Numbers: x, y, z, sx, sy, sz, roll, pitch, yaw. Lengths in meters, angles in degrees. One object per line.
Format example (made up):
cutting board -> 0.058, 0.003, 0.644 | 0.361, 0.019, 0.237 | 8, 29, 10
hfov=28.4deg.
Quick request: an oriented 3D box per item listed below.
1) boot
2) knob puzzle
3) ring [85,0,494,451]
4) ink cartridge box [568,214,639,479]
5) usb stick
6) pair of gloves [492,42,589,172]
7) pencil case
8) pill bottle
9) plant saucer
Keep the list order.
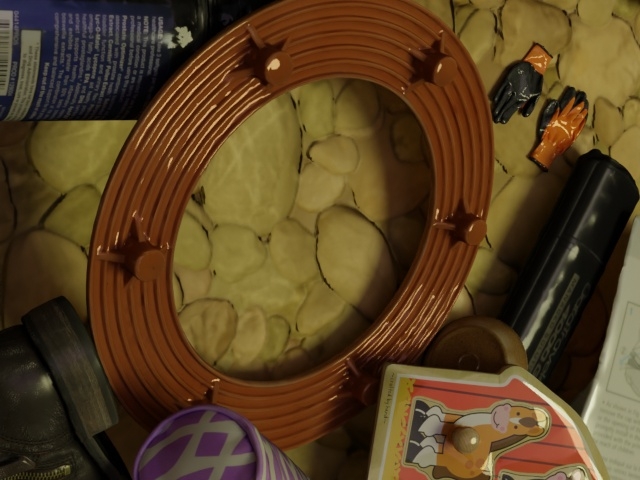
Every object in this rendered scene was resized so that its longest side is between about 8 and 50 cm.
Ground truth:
boot -> -0.227, 0.159, 0.746 | 0.229, 0.091, 0.263 | -24, 129, -19
knob puzzle -> 0.127, 0.185, 0.909 | 0.213, 0.030, 0.213 | -1, 94, -12
ring -> 0.000, 0.000, 0.836 | 0.336, 0.032, 0.337 | -19, 124, -32
ink cartridge box -> 0.296, 0.205, 1.051 | 0.308, 0.091, 0.385 | 20, 82, -27
usb stick -> 0.170, 0.061, 0.983 | 0.077, 0.045, 0.278 | 38, 78, -49
pair of gloves -> 0.173, -0.104, 0.989 | 0.083, 0.010, 0.074 | 41, 77, -24
pencil case -> -0.051, 0.172, 0.817 | 0.088, 0.086, 0.206 | -30, 149, 0
pill bottle -> -0.143, -0.133, 0.761 | 0.219, 0.123, 0.123 | -3, 97, -27
plant saucer -> 0.112, 0.094, 0.941 | 0.083, 0.083, 0.015 | -62, 149, -8
